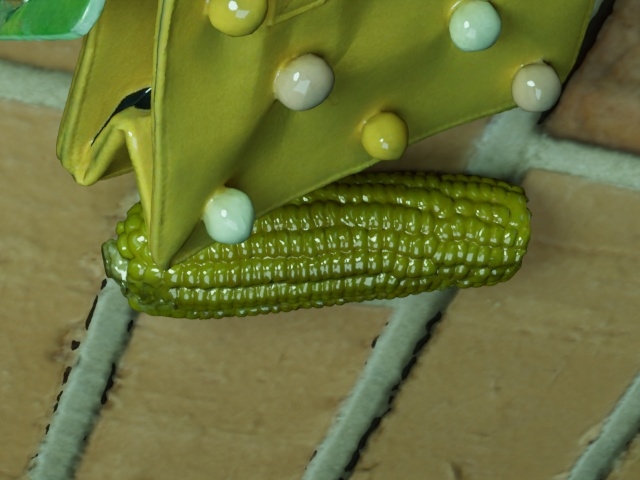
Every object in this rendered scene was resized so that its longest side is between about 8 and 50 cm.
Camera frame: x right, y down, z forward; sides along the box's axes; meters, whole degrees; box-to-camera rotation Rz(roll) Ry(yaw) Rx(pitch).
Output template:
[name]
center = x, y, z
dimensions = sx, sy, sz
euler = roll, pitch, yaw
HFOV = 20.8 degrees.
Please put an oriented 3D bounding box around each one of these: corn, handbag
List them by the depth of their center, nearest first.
[handbag]
center = 0.029, -0.155, 1.163
dimensions = 0.401, 0.133, 0.283
euler = -24, 147, -30
[corn]
center = 0.000, 0.000, 1.458
dimensions = 0.363, 0.120, 0.120
euler = -5, 135, -8

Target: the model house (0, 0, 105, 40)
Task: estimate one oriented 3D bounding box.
[model house]
center = -0.276, -0.317, 0.976
dimensions = 0.323, 0.340, 0.300
euler = 22, 171, -41
